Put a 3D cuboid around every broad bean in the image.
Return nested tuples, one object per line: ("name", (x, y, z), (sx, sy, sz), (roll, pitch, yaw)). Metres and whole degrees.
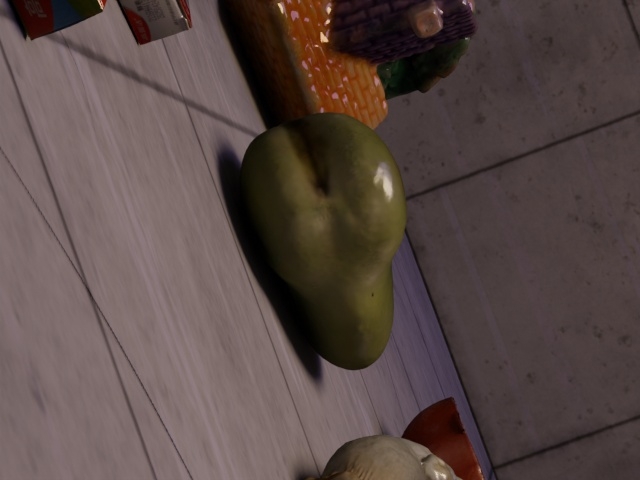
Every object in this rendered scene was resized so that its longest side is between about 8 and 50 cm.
("broad bean", (0.000, 0.000, 1.511), (0.263, 0.121, 0.189), (88, -18, -57))

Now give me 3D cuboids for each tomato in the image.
("tomato", (0.130, 0.264, 1.832), (0.225, 0.085, 0.225), (-22, 90, -87))

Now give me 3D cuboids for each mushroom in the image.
("mushroom", (0.044, 0.183, 1.329), (0.099, 0.096, 0.278), (25, -5, 16))

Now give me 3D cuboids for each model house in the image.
("model house", (0.039, -0.197, 1.895), (0.237, 0.237, 0.202), (-87, 163, -65))

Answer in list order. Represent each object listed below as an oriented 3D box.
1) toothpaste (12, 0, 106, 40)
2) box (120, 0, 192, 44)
("toothpaste", (-0.161, -0.194, 0.924), (0.070, 0.044, 0.193), (-92, 160, -68))
("box", (-0.125, -0.216, 1.350), (0.218, 0.039, 0.055), (-102, 171, -54))
